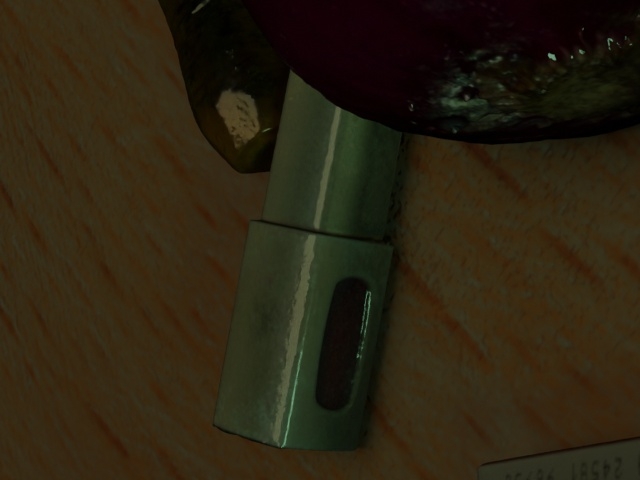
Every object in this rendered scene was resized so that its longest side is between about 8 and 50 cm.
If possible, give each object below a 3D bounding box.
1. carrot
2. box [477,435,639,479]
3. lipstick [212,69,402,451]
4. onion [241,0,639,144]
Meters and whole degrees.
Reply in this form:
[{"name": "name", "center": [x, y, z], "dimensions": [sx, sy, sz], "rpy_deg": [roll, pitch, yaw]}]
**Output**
[{"name": "carrot", "center": [-0.057, -0.123, 1.209], "dimensions": [0.082, 0.082, 0.173], "rpy_deg": [-46, 53, 31]}, {"name": "box", "center": [0.185, 0.158, 0.940], "dimensions": [0.229, 0.050, 0.123], "rpy_deg": [-18, 74, 43]}, {"name": "lipstick", "center": [0.000, 0.000, 1.134], "dimensions": [0.077, 0.079, 0.252], "rpy_deg": [11, 91, 46]}, {"name": "onion", "center": [0.093, -0.207, 0.948], "dimensions": [0.337, 0.260, 0.282], "rpy_deg": [-21, 64, 42]}]
